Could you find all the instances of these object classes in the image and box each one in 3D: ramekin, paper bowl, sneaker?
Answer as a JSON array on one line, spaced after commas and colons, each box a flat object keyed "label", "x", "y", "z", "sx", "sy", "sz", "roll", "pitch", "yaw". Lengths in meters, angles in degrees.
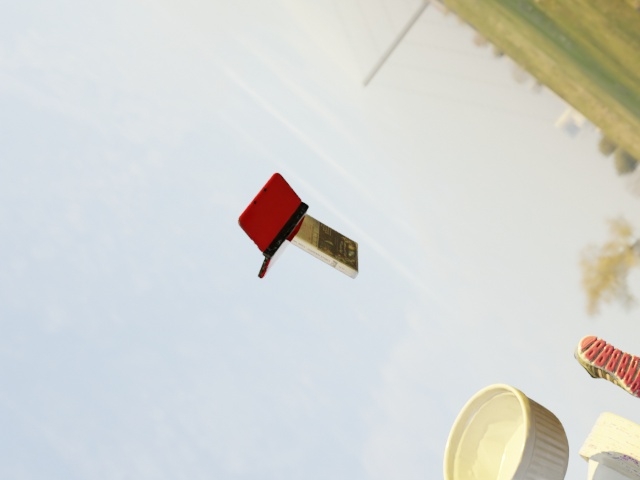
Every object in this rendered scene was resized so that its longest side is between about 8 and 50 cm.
[{"label": "ramekin", "x": 0.298, "y": 0.342, "z": 1.736, "sx": 0.109, "sy": 0.207, "sz": 0.207, "roll": 25, "pitch": -162, "yaw": -22}, {"label": "paper bowl", "x": 0.575, "y": 0.428, "z": 1.880, "sx": 0.284, "sy": 0.148, "sz": 0.284, "roll": 32, "pitch": 173, "yaw": 4}, {"label": "sneaker", "x": 0.510, "y": 0.221, "z": 1.899, "sx": 0.170, "sy": 0.063, "sz": 0.075, "roll": 31, "pitch": 167, "yaw": -3}]

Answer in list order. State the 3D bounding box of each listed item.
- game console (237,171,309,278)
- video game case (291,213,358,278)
[{"label": "game console", "x": -0.092, "y": -0.026, "z": 1.965, "sx": 0.085, "sy": 0.124, "sz": 0.144, "roll": 33, "pitch": -126, "yaw": 5}, {"label": "video game case", "x": 0.000, "y": 0.000, "z": 2.233, "sx": 0.173, "sy": 0.022, "sz": 0.190, "roll": 30, "pitch": -164, "yaw": -7}]
